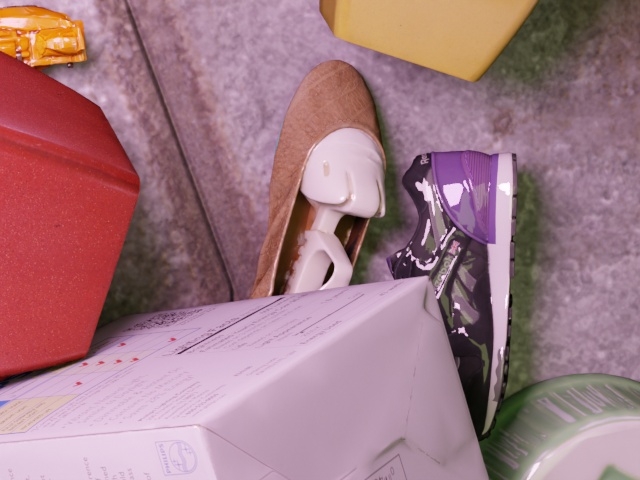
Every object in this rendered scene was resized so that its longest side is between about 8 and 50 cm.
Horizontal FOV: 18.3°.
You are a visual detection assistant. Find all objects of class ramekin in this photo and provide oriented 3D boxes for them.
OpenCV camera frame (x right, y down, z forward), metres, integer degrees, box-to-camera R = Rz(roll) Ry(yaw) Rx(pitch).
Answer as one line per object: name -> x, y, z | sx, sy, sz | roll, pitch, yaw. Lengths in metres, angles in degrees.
ramekin -> 0.280, 0.290, 1.954 | 0.303, 0.148, 0.303 | -1, 95, -10

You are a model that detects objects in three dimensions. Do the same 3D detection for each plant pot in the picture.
plant pot -> 0.102, -0.266, 1.859 | 0.212, 0.212, 0.187 | 16, 104, -11
plant pot -> -0.307, -0.028, 1.731 | 0.236, 0.267, 0.267 | 10, 112, -25

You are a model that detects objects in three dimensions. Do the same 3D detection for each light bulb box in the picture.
light bulb box -> -0.109, 0.202, 1.699 | 0.358, 0.361, 0.225 | -29, 106, -52

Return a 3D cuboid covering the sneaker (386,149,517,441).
sneaker -> 0.125, 0.053, 1.946 | 0.124, 0.107, 0.283 | 2, 90, 4

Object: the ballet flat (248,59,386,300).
ballet flat -> 0.000, 0.000, 1.888 | 0.116, 0.124, 0.342 | 18, 90, -28

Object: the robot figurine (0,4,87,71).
robot figurine -> -0.367, -0.223, 1.826 | 0.291, 0.085, 0.211 | -7, 95, -10

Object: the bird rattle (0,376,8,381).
bird rattle -> -0.353, 0.209, 1.848 | 0.207, 0.143, 0.253 | 0, 92, 6
